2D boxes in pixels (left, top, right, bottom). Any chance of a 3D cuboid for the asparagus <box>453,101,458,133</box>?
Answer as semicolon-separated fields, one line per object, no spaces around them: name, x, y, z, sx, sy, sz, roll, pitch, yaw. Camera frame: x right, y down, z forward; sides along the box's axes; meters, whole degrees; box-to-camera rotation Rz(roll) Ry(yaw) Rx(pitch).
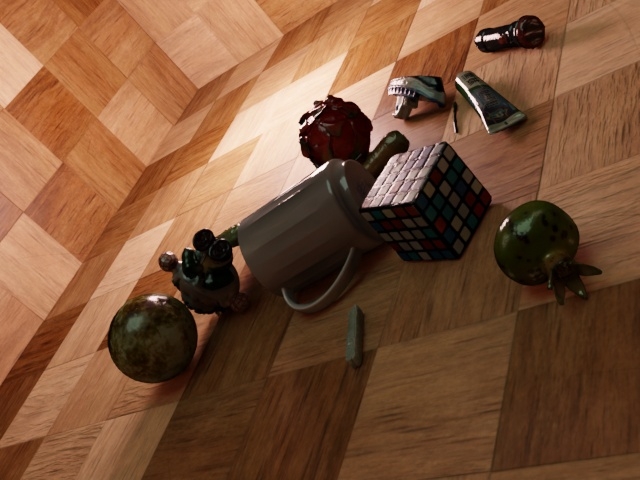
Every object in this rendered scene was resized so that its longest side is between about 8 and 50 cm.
asparagus;0.361;-0.330;2.190;0.013;0.016;0.166;-44;23;33

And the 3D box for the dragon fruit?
dragon fruit;0.049;-0.276;2.375;0.233;0.233;0.293;-16;73;45

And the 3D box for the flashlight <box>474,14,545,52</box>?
flashlight;0.509;-0.557;2.238;0.093;0.093;0.232;-50;23;-13

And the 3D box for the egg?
egg;-0.451;0.256;2.214;0.238;0.238;0.289;-40;15;7

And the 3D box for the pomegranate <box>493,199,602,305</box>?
pomegranate;0.403;0.027;1.460;0.156;0.156;0.220;-40;57;7

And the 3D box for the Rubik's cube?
Rubik's cube;0.231;-0.078;1.793;0.184;0.187;0.182;-9;42;54

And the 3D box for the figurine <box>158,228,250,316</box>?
figurine;-0.303;0.086;2.219;0.167;0.281;0.370;-59;-5;-27

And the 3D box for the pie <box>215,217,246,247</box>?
pie;-0.177;-0.047;2.338;0.323;0.071;0.323;-22;5;2

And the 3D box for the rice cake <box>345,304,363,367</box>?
rice cake;0.074;0.204;1.761;0.029;0.033;0.171;-30;29;25

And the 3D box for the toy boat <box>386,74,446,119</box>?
toy boat;0.272;-0.407;2.347;0.262;0.114;0.115;10;95;59

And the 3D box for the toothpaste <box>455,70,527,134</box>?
toothpaste;0.416;-0.365;2.106;0.098;0.061;0.392;-26;29;5

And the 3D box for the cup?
cup;0.000;0.000;1.994;0.326;0.236;0.323;-30;58;25

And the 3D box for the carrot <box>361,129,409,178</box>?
carrot;0.124;-0.185;2.257;0.298;0.078;0.078;-43;25;9
